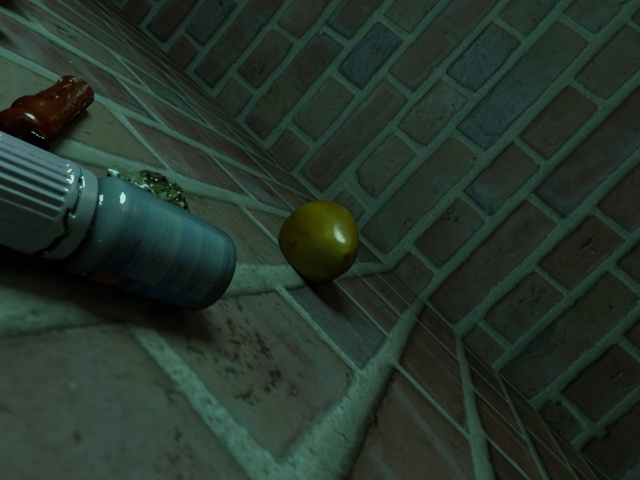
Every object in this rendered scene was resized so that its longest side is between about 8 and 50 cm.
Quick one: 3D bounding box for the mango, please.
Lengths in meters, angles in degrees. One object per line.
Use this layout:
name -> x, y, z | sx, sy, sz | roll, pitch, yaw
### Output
mango -> 0.000, 0.000, 0.849 | 0.126, 0.154, 0.252 | 31, -1, -21

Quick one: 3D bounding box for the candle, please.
candle -> -0.312, -0.155, 0.513 | 0.051, 0.048, 0.329 | 53, 1, -31

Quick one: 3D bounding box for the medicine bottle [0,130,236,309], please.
medicine bottle -> -0.161, -0.007, 0.341 | 0.203, 0.083, 0.083 | 35, 12, -49

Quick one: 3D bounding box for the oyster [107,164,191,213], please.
oyster -> -0.190, -0.049, 0.533 | 0.165, 0.053, 0.108 | 42, -5, 47
